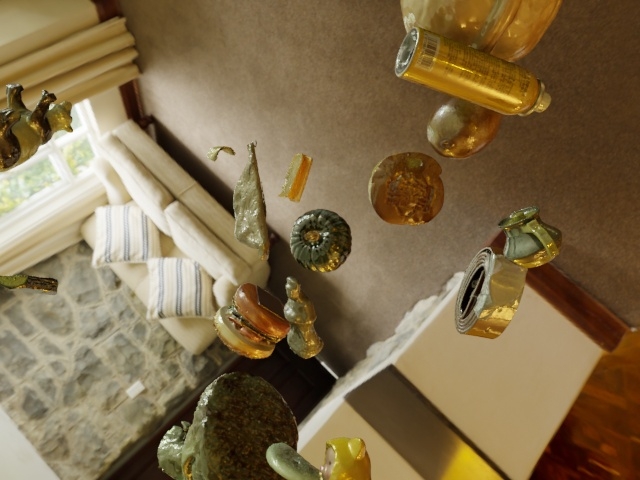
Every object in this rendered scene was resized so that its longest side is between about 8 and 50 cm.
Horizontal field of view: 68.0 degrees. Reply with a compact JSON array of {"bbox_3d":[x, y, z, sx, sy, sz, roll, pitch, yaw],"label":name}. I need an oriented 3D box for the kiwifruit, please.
[{"bbox_3d":[0.407,-0.332,1.351,0.196,0.234,0.196,32,149,22],"label":"kiwifruit"}]

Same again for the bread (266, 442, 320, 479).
[{"bbox_3d":[-0.073,0.572,1.211,0.193,0.036,0.112,19,177,40],"label":"bread"}]

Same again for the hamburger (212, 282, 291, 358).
[{"bbox_3d":[-0.264,0.318,1.841,0.291,0.225,0.291,36,-170,-8],"label":"hamburger"}]

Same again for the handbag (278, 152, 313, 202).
[{"bbox_3d":[-0.043,-0.110,0.832,0.027,0.083,0.061,19,179,-21],"label":"handbag"}]

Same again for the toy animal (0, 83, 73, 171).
[{"bbox_3d":[-0.556,-0.210,0.881,0.094,0.225,0.121,15,133,9],"label":"toy animal"}]

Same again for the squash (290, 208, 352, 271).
[{"bbox_3d":[0.002,0.000,1.552,0.218,0.218,0.172,41,161,15],"label":"squash"}]

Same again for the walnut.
[{"bbox_3d":[0.362,-0.582,1.062,0.381,0.381,0.381,36,152,23],"label":"walnut"}]

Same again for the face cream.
[{"bbox_3d":[0.338,-0.347,1.014,0.349,0.104,0.105,13,159,-15],"label":"face cream"}]

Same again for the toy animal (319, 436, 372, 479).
[{"bbox_3d":[0.078,0.576,1.098,0.156,0.156,0.229,116,145,-62],"label":"toy animal"}]

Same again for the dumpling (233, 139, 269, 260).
[{"bbox_3d":[-0.185,-0.085,1.241,0.166,0.086,0.331,111,155,-64],"label":"dumpling"}]

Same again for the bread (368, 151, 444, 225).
[{"bbox_3d":[0.295,-0.177,1.646,0.269,0.270,0.148,53,180,-10],"label":"bread"}]

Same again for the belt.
[{"bbox_3d":[0.536,0.168,1.520,0.122,0.217,0.338,10,126,-4],"label":"belt"}]

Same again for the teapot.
[{"bbox_3d":[0.471,-0.006,1.057,0.119,0.130,0.165,61,-177,-6],"label":"teapot"}]

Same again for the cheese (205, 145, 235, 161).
[{"bbox_3d":[-0.317,-0.277,1.489,0.060,0.084,0.041,28,134,55],"label":"cheese"}]

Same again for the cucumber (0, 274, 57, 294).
[{"bbox_3d":[-0.781,0.121,1.313,0.220,0.071,0.046,48,-148,-77],"label":"cucumber"}]

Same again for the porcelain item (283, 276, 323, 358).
[{"bbox_3d":[-0.043,0.165,1.034,0.081,0.069,0.215,40,149,41],"label":"porcelain item"}]

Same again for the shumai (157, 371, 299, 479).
[{"bbox_3d":[-0.281,0.645,1.442,0.395,0.395,0.348,47,123,2],"label":"shumai"}]
